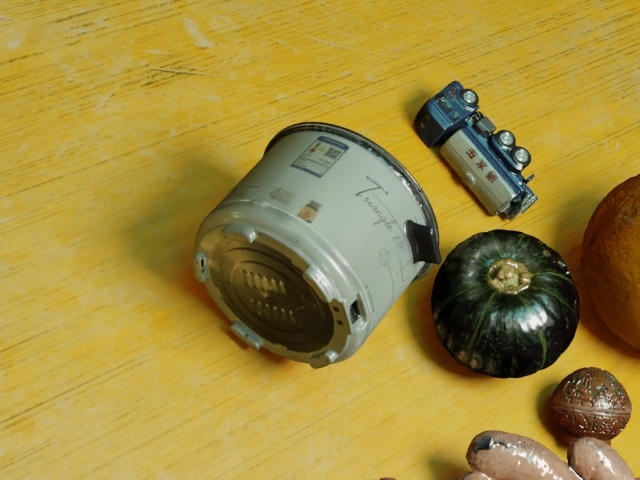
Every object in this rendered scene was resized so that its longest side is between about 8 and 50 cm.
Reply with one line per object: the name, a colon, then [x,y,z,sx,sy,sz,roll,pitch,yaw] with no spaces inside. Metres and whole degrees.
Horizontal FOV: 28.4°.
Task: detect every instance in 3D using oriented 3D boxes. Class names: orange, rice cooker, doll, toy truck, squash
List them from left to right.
rice cooker: [0.000,0.000,1.437,0.280,0.241,0.227,10,45,35]
toy truck: [0.215,-0.117,1.732,0.088,0.074,0.202,-35,81,-29]
squash: [0.226,0.079,1.561,0.193,0.156,0.193,2,72,-7]
doll: [0.294,0.312,1.473,0.303,0.201,0.156,28,10,-3]
orange: [0.477,0.035,1.661,0.264,0.264,0.264,13,56,-20]

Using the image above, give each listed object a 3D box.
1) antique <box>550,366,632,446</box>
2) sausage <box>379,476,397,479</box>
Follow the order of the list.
antique: [0.336,0.206,1.571,0.104,0.104,0.104,13,56,-20]
sausage: [0.060,0.323,1.397,0.030,0.035,0.147,54,44,-32]
